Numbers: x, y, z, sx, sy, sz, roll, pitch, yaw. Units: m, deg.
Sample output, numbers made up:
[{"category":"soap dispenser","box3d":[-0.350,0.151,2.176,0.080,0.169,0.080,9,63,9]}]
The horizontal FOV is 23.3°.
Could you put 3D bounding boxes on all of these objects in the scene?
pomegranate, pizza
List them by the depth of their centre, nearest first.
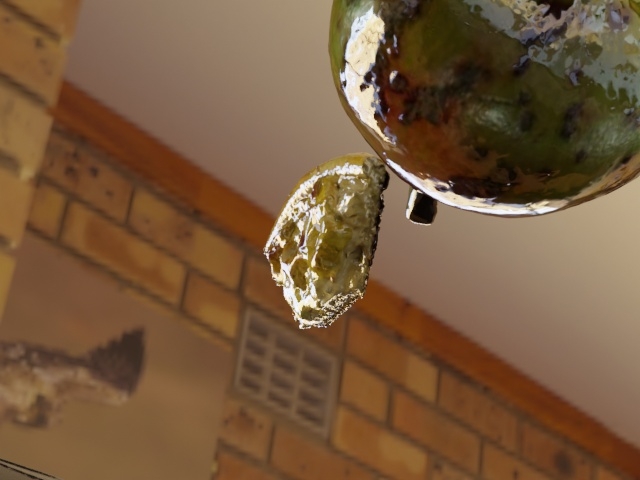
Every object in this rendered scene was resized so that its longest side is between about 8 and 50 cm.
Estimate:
[{"category":"pomegranate","box3d":[0.089,-0.090,0.627,0.156,0.156,0.220,16,-20,-12]},{"category":"pizza","box3d":[-0.001,0.000,1.021,0.035,0.099,0.160,6,-22,-22]}]

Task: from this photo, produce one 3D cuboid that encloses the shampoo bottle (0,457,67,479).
[{"category":"shampoo bottle","box3d":[-0.122,0.109,0.626,0.137,0.048,0.027,19,-56,20]}]
